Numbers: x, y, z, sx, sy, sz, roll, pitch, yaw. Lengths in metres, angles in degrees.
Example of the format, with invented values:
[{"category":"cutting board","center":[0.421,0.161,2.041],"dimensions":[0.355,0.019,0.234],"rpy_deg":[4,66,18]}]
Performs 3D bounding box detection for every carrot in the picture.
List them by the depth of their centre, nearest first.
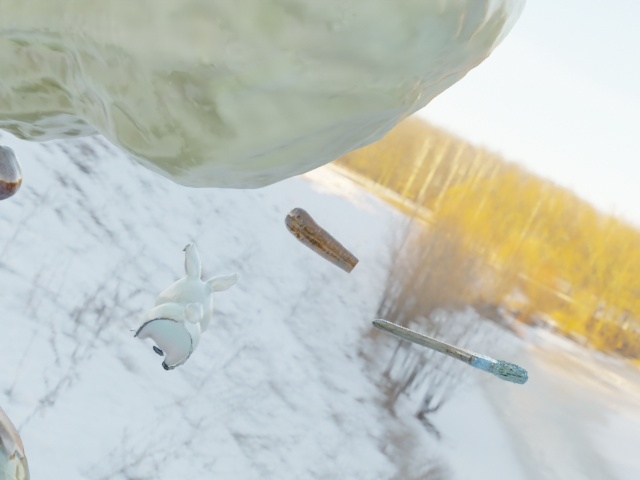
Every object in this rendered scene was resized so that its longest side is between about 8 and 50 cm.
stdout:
[{"category":"carrot","center":[0.000,0.000,1.064],"dimensions":[0.093,0.032,0.032],"rpy_deg":[39,4,4]}]

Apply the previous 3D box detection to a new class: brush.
[{"category":"brush","center":[0.155,0.130,1.198],"dimensions":[0.196,0.021,0.070],"rpy_deg":[21,1,1]}]

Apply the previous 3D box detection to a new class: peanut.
[{"category":"peanut","center":[-0.063,-0.100,0.423],"dimensions":[0.313,0.152,0.152],"rpy_deg":[8,-9,35]}]

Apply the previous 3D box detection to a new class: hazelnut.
[{"category":"hazelnut","center":[-0.441,-0.092,1.344],"dimensions":[0.086,0.086,0.086],"rpy_deg":[27,3,-2]}]

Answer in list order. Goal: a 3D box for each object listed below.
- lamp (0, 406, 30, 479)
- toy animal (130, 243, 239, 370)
[{"category":"lamp","center":[-0.371,0.213,0.781],"dimensions":[0.284,0.250,0.250],"rpy_deg":[8,-5,23]},{"category":"toy animal","center":[-0.150,0.074,1.086],"dimensions":[0.071,0.085,0.124],"rpy_deg":[31,29,-4]}]
